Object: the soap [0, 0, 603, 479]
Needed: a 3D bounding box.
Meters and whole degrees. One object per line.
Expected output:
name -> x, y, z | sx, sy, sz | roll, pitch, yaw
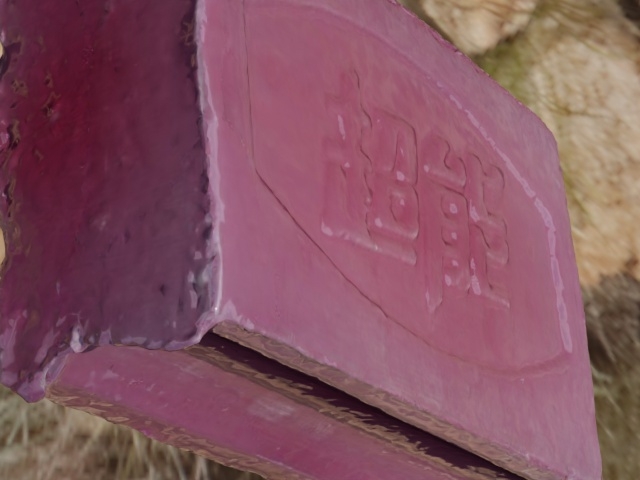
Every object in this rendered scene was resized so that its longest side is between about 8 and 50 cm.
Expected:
soap -> 0.000, 0.000, 0.897 | 0.128, 0.359, 0.233 | -17, 63, 28
